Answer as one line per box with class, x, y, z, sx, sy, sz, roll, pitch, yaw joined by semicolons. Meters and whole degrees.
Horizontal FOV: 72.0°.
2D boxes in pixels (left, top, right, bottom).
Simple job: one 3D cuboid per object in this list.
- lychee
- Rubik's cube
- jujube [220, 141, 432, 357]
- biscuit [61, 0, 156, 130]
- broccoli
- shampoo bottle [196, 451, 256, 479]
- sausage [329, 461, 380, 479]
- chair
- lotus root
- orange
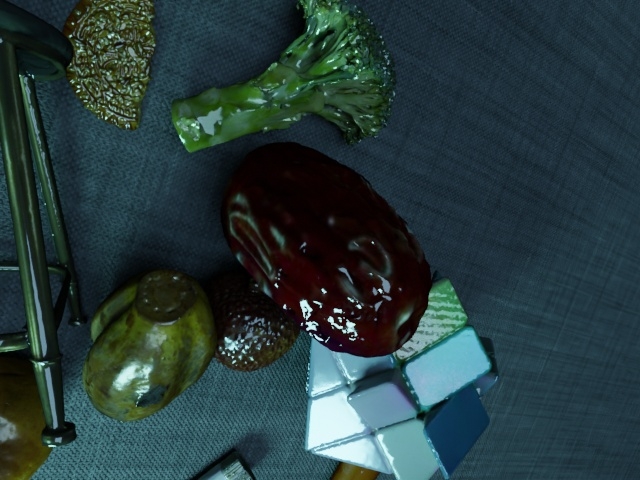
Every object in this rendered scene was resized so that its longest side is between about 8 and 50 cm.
lychee;-0.126;0.137;0.769;0.194;0.194;0.195;-7;107;-24
Rubik's cube;0.143;0.232;0.848;0.367;0.358;0.388;8;103;15
jujube;0.000;0.000;0.673;0.258;0.376;0.259;-31;141;-30
biscuit;-0.314;-0.276;0.654;0.125;0.025;0.206;6;101;-27
broccoli;-0.058;-0.259;0.705;0.361;0.221;0.252;-11;144;-23
shampoo bottle;-0.244;0.530;0.887;0.227;0.056;0.086;-34;114;-14
sausage;0.064;0.581;1.036;0.089;0.083;0.300;28;92;-41
chair;-0.446;-0.046;0.478;0.361;0.364;0.411;4;97;-26
lotus root;-0.260;0.156;0.651;0.193;0.193;0.291;17;134;-29
orange;-0.492;0.295;0.614;0.248;0.249;0.183;-28;130;-17
